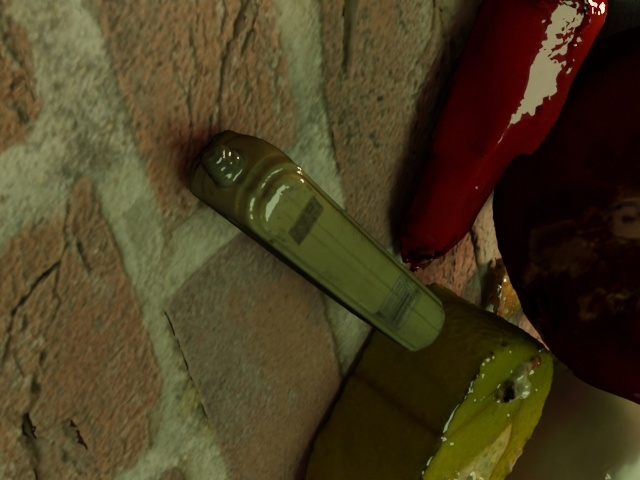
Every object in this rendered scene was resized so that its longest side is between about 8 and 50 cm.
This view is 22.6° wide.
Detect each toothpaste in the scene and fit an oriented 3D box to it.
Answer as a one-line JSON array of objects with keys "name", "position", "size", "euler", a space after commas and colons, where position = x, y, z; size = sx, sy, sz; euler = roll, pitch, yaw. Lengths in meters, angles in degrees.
[{"name": "toothpaste", "position": [0.292, -0.219, 1.556], "size": [0.089, 0.057, 0.234], "euler": [-42, 150, -20]}]

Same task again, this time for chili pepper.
[{"name": "chili pepper", "position": [0.162, -0.133, 1.397], "size": [0.110, 0.110, 0.387], "euler": [-3, 123, -54]}]

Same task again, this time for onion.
[{"name": "onion", "position": [0.366, -0.002, 1.550], "size": [0.398, 0.398, 0.420], "euler": [-54, 166, -8]}]

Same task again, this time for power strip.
[{"name": "power strip", "position": [0.000, 0.000, 1.284], "size": [0.066, 0.092, 0.387], "euler": [-58, 149, -4]}]

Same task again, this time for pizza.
[{"name": "pizza", "position": [0.188, 0.055, 1.657], "size": [0.078, 0.025, 0.083], "euler": [-60, 142, -8]}]

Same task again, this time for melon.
[{"name": "melon", "position": [0.285, 0.255, 1.777], "size": [0.223, 0.223, 0.317], "euler": [17, 101, -58]}]

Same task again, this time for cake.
[{"name": "cake", "position": [0.109, 0.185, 1.543], "size": [0.179, 0.156, 0.260], "euler": [23, 98, -52]}]
